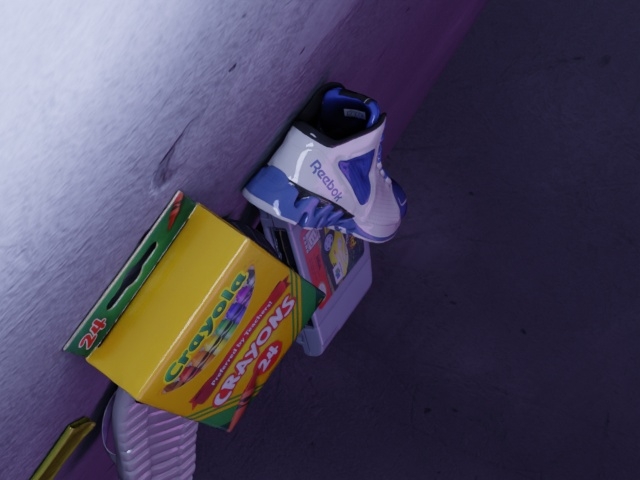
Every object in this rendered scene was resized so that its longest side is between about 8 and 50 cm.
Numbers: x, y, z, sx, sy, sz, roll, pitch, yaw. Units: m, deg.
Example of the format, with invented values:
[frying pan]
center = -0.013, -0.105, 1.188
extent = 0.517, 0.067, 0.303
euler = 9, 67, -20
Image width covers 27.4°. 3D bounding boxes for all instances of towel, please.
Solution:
[towel]
center = -0.374, 0.333, 1.701
extent = 0.237, 0.021, 0.102
euler = -55, 178, 2

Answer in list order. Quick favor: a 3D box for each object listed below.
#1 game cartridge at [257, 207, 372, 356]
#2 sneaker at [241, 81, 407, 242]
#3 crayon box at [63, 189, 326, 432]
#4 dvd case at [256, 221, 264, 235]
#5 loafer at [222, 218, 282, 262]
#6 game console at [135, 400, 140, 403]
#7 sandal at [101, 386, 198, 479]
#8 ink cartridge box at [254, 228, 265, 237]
[game cartridge]
center = 0.000, 0.000, 1.940
extent = 0.196, 0.060, 0.294
euler = -56, 141, -45
[sneaker]
center = 0.044, -0.107, 1.757
extent = 0.315, 0.127, 0.182
euler = 5, 118, -59
[crayon box]
center = -0.123, 0.087, 1.412
extent = 0.202, 0.081, 0.318
euler = -55, 157, -2
[dvd case]
center = -0.080, -0.027, 2.225
extent = 0.253, 0.022, 0.180
euler = -56, 176, 39
[loafer]
center = -0.133, 0.042, 1.646
extent = 0.095, 0.109, 0.302
euler = -36, 174, 14
[game console]
center = -0.170, 0.196, 1.780
extent = 0.122, 0.107, 0.071
euler = 18, 78, -58
[sandal]
center = -0.253, 0.249, 1.893
extent = 0.169, 0.102, 0.416
euler = -28, 143, -39
[ink cartridge box]
center = -0.115, 0.096, 2.037
extent = 0.176, 0.127, 0.128
euler = -56, 176, 15
